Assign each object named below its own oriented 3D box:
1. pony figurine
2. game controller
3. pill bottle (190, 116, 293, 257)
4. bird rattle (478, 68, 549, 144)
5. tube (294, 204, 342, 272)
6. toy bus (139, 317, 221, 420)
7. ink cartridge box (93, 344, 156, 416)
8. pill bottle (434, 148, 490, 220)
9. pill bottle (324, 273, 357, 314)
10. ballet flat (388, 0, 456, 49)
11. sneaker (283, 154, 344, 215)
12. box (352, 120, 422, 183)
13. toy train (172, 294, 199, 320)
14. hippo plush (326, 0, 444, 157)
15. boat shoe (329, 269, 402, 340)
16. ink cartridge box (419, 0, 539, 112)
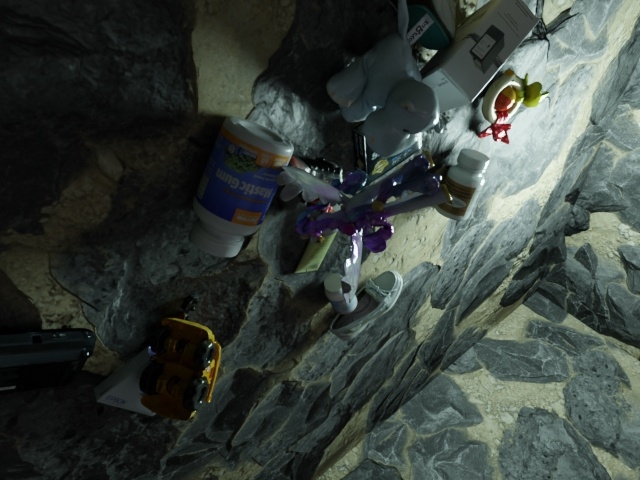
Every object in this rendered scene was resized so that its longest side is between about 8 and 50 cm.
[{"bbox_3d":[0.089,-0.061,1.056,0.364,0.302,0.351,-24,-177,12],"label":"pony figurine"},{"bbox_3d":[-0.618,0.244,0.959,0.319,0.067,0.166,9,130,-51],"label":"game controller"},{"bbox_3d":[-0.175,-0.105,1.020,0.152,0.152,0.271,2,120,-49],"label":"pill bottle"},{"bbox_3d":[0.606,-0.455,1.619,0.253,0.143,0.207,-45,136,17],"label":"bird rattle"},{"bbox_3d":[0.000,0.000,1.404,0.070,0.062,0.240,20,120,-8],"label":"tube"},{"bbox_3d":[-0.312,0.300,1.197,0.211,0.150,0.220,11,93,-73],"label":"toy bus"},{"bbox_3d":[-0.419,0.354,1.255,0.224,0.045,0.223,-39,145,-1],"label":"ink cartridge box"},{"bbox_3d":[0.496,-0.195,1.692,0.131,0.131,0.229,-15,133,-40],"label":"pill bottle"},{"bbox_3d":[0.064,0.175,1.606,0.087,0.087,0.160,-42,144,-11],"label":"pill bottle"},{"bbox_3d":[0.204,-0.563,1.049,0.139,0.139,0.400,-56,149,10],"label":"ballet flat"},{"bbox_3d":[-0.021,-0.160,1.187,0.135,0.098,0.276,-50,148,2],"label":"sneaker"},{"bbox_3d":[0.189,-0.279,1.344,0.220,0.051,0.175,-35,142,-20],"label":"box"},{"bbox_3d":[-0.355,0.202,1.223,0.036,0.027,0.158,15,111,-51],"label":"toy train"},{"bbox_3d":[0.185,-0.312,1.078,0.294,0.236,0.234,-41,151,30],"label":"hippo plush"},{"bbox_3d":[0.164,0.227,1.745,0.320,0.118,0.103,-42,150,1],"label":"boat shoe"},{"bbox_3d":[0.370,-0.460,1.216,0.115,0.198,0.272,42,84,-13],"label":"ink cartridge box"}]
